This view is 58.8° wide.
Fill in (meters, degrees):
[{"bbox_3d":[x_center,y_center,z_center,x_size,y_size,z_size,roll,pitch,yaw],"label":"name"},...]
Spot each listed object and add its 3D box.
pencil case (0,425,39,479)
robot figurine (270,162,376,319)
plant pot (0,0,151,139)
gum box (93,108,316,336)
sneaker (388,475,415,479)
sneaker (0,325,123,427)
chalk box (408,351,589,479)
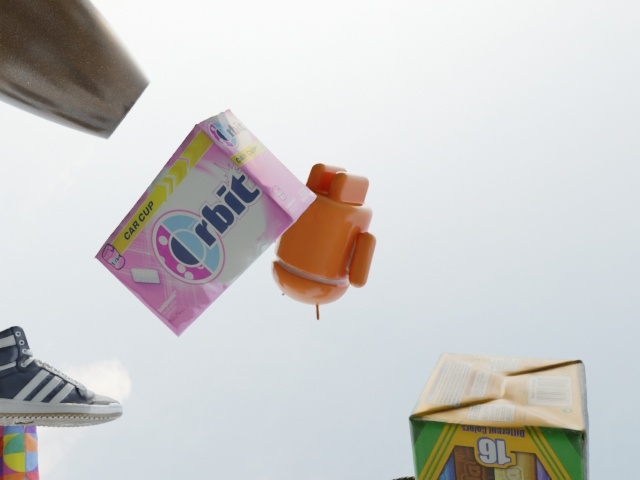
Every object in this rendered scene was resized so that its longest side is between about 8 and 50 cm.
[{"bbox_3d":[-0.669,0.467,1.233,0.104,0.104,0.237,-22,-118,14],"label":"pencil case"},{"bbox_3d":[-0.001,-0.001,0.836,0.157,0.128,0.220,17,-77,-2],"label":"robot figurine"},{"bbox_3d":[-0.360,-0.250,0.777,0.215,0.230,0.215,-42,-156,24],"label":"plant pot"},{"bbox_3d":[-0.108,-0.008,0.506,0.188,0.107,0.062,-43,-175,29],"label":"gum box"},{"bbox_3d":[0.080,0.394,0.789,0.211,0.080,0.081,-33,-134,14],"label":"sneaker"},{"bbox_3d":[-0.479,0.238,0.984,0.099,0.282,0.153,-37,-130,43],"label":"sneaker"},{"bbox_3d":[0.222,0.304,0.676,0.179,0.180,0.289,-1,-78,24],"label":"chalk box"}]
